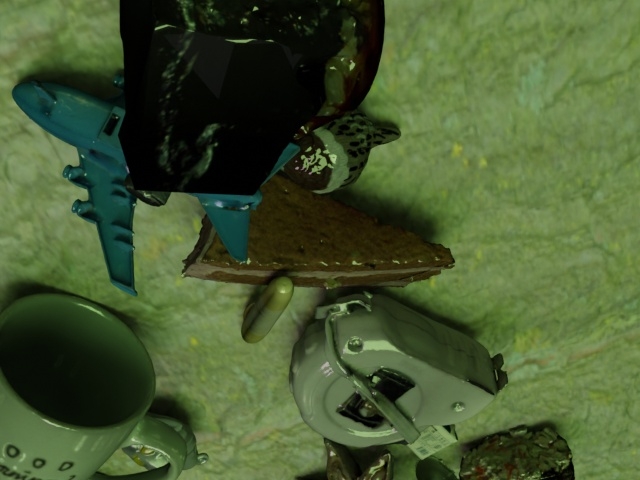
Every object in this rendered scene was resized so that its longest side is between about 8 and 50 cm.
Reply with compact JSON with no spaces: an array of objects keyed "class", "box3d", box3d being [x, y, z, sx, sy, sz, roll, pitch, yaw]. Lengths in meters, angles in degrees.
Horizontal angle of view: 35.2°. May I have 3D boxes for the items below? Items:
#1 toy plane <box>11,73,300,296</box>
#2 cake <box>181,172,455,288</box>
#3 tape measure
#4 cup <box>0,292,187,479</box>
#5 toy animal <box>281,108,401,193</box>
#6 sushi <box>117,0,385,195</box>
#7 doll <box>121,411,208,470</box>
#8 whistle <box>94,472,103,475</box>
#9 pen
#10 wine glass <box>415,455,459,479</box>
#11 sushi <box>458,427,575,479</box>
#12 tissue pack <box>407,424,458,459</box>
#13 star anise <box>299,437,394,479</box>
[{"class":"toy plane","box3d":[-0.166,-0.088,0.930,0.271,0.254,0.105,25,168,0]},{"class":"cake","box3d":[0.000,0.000,1.059,0.295,0.112,0.116,10,161,-26]},{"class":"tape measure","box3d":[0.065,0.159,1.183,0.236,0.120,0.197,28,123,-21]},{"class":"cup","box3d":[-0.285,0.221,1.132,0.258,0.186,0.234,30,122,-8]},{"class":"toy animal","box3d":[0.019,-0.090,0.986,0.137,0.098,0.098,4,129,-11]},{"class":"sushi","box3d":[-0.055,-0.191,0.812,0.213,0.227,0.215,0,135,-16]},{"class":"doll","box3d":[-0.220,0.239,1.245,0.180,0.079,0.094,31,121,-14]},{"class":"whistle","box3d":[-0.352,0.476,1.357,0.188,0.168,0.404,5,128,-11]},{"class":"pen","box3d":[-0.059,0.073,1.084,0.032,0.040,0.233,-11,164,-16]},{"class":"wine glass","box3d":[0.105,0.410,1.425,0.074,0.074,0.262,17,127,-19]},{"class":"sushi","box3d":[0.260,0.306,1.342,0.150,0.090,0.078,-16,133,4]},{"class":"tissue pack","box3d":[0.131,0.238,1.301,0.062,0.042,0.083,-31,126,20]},{"class":"star anise","box3d":[0.062,0.340,1.338,0.208,0.063,0.171,5,109,27]}]
